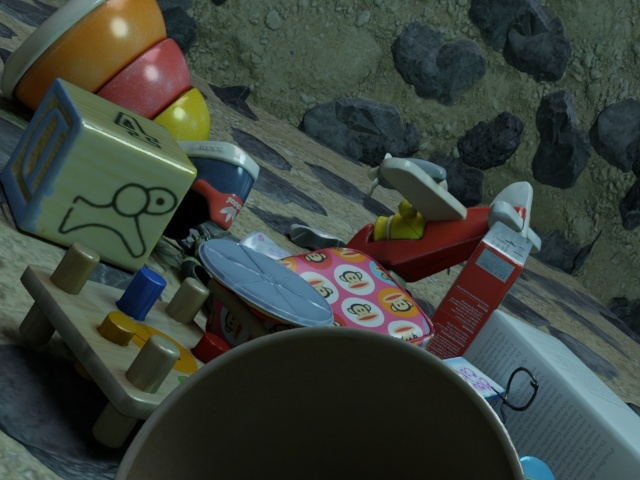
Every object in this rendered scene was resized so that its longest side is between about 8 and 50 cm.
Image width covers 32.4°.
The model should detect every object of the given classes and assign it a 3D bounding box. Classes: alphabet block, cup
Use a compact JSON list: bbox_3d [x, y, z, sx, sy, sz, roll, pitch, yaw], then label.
[{"bbox_3d":[-0.331,-0.096,1.630,0.197,0.192,0.193,25,16,-34],"label":"alphabet block"},{"bbox_3d":[0.020,0.267,0.904,0.331,0.331,0.237,40,-10,30],"label":"cup"}]

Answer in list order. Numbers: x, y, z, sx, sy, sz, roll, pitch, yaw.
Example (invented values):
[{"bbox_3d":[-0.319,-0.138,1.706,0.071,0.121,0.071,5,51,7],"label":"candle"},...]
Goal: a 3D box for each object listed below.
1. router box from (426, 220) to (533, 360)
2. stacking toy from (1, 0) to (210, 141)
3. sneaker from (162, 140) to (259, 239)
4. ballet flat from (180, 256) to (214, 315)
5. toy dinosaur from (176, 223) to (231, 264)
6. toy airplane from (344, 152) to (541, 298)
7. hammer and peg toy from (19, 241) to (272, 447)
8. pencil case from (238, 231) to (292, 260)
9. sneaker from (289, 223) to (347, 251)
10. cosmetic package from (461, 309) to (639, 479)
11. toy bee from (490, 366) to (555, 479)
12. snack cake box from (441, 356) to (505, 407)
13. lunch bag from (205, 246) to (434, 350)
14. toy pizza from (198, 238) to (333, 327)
[{"bbox_3d":[0.250,0.124,1.930,0.082,0.301,0.335,33,13,8],"label":"router box"},{"bbox_3d":[-0.329,-0.233,2.085,0.480,0.350,0.350,49,12,-4],"label":"stacking toy"},{"bbox_3d":[-0.267,-0.078,1.798,0.350,0.148,0.131,1,-25,38],"label":"sneaker"},{"bbox_3d":[-0.168,0.070,1.700,0.057,0.049,0.173,23,15,-39],"label":"ballet flat"},{"bbox_3d":[-0.213,-0.007,1.882,0.118,0.064,0.268,35,9,-9],"label":"toy dinosaur"},{"bbox_3d":[0.250,-0.043,2.228,0.384,0.386,0.272,3,54,-14],"label":"toy airplane"},{"bbox_3d":[-0.158,0.139,1.288,0.361,0.127,0.266,22,16,-50],"label":"hammer and peg toy"},{"bbox_3d":[-0.035,0.101,1.766,0.273,0.113,0.124,36,28,18],"label":"pencil case"},{"bbox_3d":[0.000,0.000,2.377,0.152,0.053,0.061,27,11,-21],"label":"sneaker"},{"bbox_3d":[0.350,0.320,1.584,0.161,0.230,0.453,25,15,-32],"label":"cosmetic package"},{"bbox_3d":[0.197,0.306,1.378,0.162,0.195,0.298,12,37,-26],"label":"toy bee"},{"bbox_3d":[0.145,0.252,1.527,0.089,0.152,0.264,37,14,22],"label":"snack cake box"},{"bbox_3d":[0.013,0.133,1.548,0.293,0.120,0.258,-10,42,-39],"label":"lunch bag"},{"bbox_3d":[-0.074,0.063,1.437,0.201,0.032,0.201,29,14,-8],"label":"toy pizza"}]
